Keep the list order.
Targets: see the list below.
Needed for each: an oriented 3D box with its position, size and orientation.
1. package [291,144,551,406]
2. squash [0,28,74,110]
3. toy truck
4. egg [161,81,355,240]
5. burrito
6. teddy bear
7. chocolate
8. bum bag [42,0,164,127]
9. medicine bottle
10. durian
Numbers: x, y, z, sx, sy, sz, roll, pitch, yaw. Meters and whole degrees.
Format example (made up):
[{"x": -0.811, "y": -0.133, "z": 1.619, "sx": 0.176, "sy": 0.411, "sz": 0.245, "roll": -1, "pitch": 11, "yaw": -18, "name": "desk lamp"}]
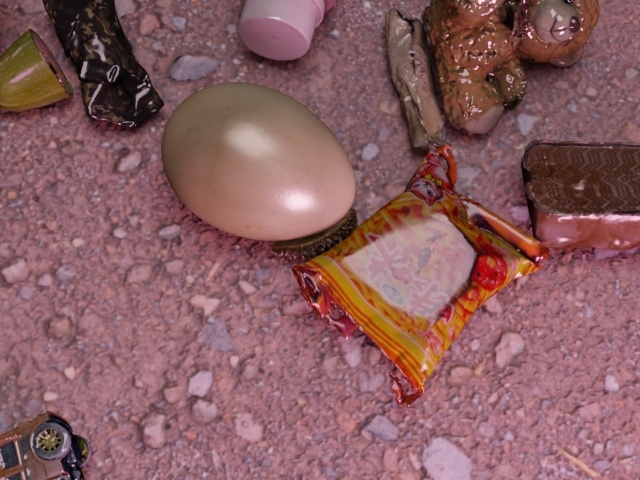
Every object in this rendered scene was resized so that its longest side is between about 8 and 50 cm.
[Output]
[{"x": 0.128, "y": 0.041, "z": 1.620, "sx": 0.288, "sy": 0.108, "sz": 0.223, "roll": -41, "pitch": 83, "yaw": -15, "name": "package"}, {"x": -0.407, "y": -0.202, "z": 1.689, "sx": 0.132, "sy": 0.105, "sz": 0.105, "roll": -31, "pitch": 72, "yaw": -1, "name": "squash"}, {"x": -0.313, "y": 0.333, "z": 1.445, "sx": 0.140, "sy": 0.108, "sz": 0.256, "roll": -20, "pitch": 72, "yaw": 1, "name": "toy truck"}, {"x": -0.076, "y": -0.095, "z": 1.611, "sx": 0.254, "sy": 0.188, "sz": 0.188, "roll": 21, "pitch": 66, "yaw": -1, "name": "egg"}, {"x": 0.131, "y": -0.218, "z": 1.761, "sx": 0.063, "sy": 0.058, "sz": 0.229, "roll": -10, "pitch": 65, "yaw": -6, "name": "burrito"}, {"x": 0.266, "y": -0.295, "z": 1.734, "sx": 0.256, "sy": 0.267, "sz": 0.156, "roll": -14, "pitch": 39, "yaw": -17, "name": "teddy bear"}, {"x": 0.362, "y": -0.053, "z": 1.676, "sx": 0.214, "sy": 0.093, "sz": 0.148, "roll": 1, "pitch": 44, "yaw": -3, "name": "chocolate"}, {"x": -0.297, "y": -0.258, "z": 1.726, "sx": 0.102, "sy": 0.069, "sz": 0.248, "roll": -20, "pitch": 68, "yaw": -13, "name": "bum bag"}, {"x": -0.038, "y": -0.376, "z": 1.766, "sx": 0.147, "sy": 0.147, "sz": 0.247, "roll": 14, "pitch": 65, "yaw": 0, "name": "medicine bottle"}, {"x": -0.001, "y": -0.007, "z": 1.654, "sx": 0.130, "sy": 0.052, "sz": 0.066, "roll": -28, "pitch": 68, "yaw": -19, "name": "durian"}]
